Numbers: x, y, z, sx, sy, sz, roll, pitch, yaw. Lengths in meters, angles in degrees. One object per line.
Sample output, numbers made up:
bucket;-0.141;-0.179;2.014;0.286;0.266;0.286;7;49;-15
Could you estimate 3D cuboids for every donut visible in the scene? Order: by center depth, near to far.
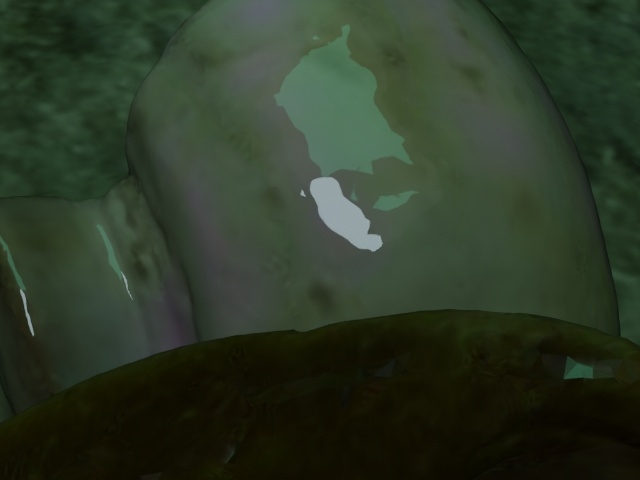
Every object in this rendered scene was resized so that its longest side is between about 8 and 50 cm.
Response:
donut;-0.006;0.174;0.404;0.330;0.160;0.330;-14;42;13

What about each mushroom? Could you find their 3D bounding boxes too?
mushroom;0.015;0.007;0.655;0.236;0.162;0.173;-14;41;-23
